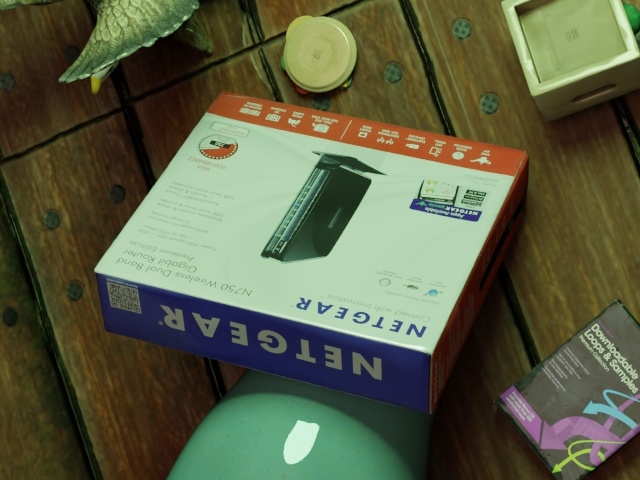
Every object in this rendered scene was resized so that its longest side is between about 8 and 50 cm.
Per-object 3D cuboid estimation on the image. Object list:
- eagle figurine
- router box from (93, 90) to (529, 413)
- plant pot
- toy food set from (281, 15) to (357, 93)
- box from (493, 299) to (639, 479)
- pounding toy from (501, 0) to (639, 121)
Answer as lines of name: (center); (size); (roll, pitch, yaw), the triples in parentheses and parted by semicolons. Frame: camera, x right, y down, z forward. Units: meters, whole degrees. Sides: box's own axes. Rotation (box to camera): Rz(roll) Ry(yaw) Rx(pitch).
eagle figurine: (-0.206, -0.252, 1.688); (0.226, 0.298, 0.225); (-12, 85, 18)
router box: (0.000, 0.000, 1.627); (0.336, 0.301, 0.082); (12, 133, 17)
plant pot: (-0.012, 0.236, 1.636); (0.272, 0.271, 0.255); (21, 78, 17)
toy food set: (-0.001, -0.194, 1.768); (0.083, 0.020, 0.082); (8, 90, 17)
box: (0.270, 0.152, 1.662); (0.162, 0.029, 0.116); (-42, 76, 10)
pounding toy: (0.272, -0.186, 1.656); (0.141, 0.100, 0.130); (-20, 67, 13)
